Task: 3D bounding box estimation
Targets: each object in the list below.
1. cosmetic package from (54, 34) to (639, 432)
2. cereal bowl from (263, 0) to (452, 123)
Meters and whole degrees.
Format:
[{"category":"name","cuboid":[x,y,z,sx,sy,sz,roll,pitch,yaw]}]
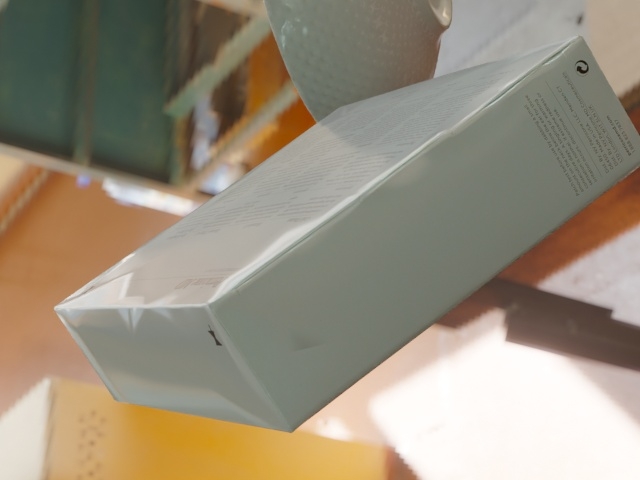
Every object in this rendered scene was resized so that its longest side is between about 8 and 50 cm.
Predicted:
[{"category":"cosmetic package","cuboid":[0.000,0.000,1.118,0.284,0.097,0.377,-34,10,-19]},{"category":"cereal bowl","cuboid":[0.048,-0.284,1.772,0.141,0.339,0.339,-13,56,18]}]
